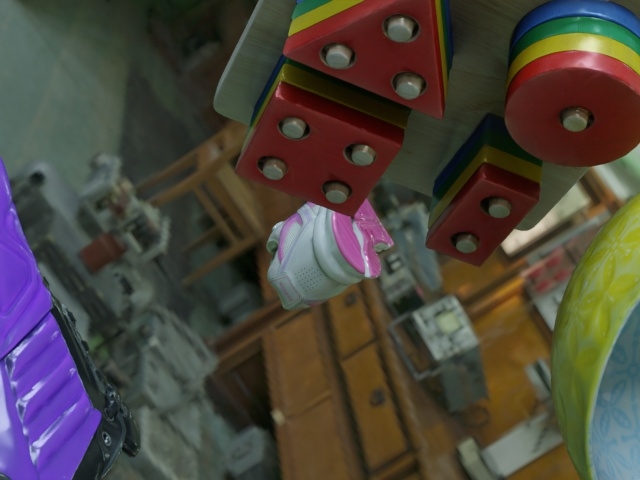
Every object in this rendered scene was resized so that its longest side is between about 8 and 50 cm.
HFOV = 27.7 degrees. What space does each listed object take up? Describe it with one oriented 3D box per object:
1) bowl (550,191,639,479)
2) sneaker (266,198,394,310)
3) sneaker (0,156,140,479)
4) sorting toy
[{"bbox_3d":[0.262,0.052,0.877,0.289,0.289,0.156,51,-1,-35],"label":"bowl"},{"bbox_3d":[0.000,0.000,1.327,0.103,0.111,0.252,59,14,-5],"label":"sneaker"},{"bbox_3d":[-0.179,0.082,0.760,0.146,0.102,0.293,13,60,-40],"label":"sneaker"},{"bbox_3d":[0.080,-0.097,0.840,0.257,0.255,0.089,21,53,-11],"label":"sorting toy"}]
